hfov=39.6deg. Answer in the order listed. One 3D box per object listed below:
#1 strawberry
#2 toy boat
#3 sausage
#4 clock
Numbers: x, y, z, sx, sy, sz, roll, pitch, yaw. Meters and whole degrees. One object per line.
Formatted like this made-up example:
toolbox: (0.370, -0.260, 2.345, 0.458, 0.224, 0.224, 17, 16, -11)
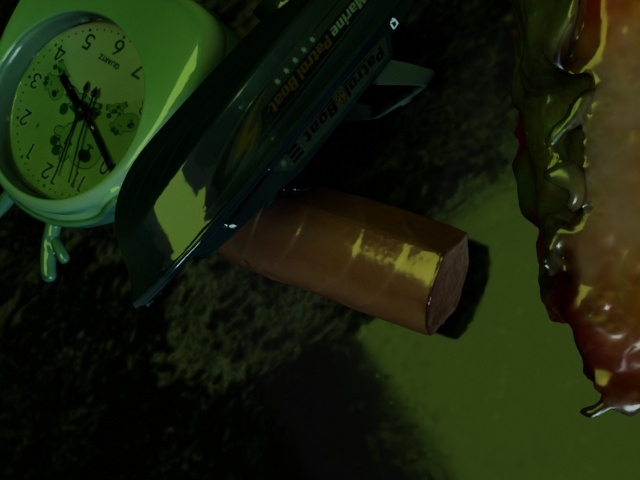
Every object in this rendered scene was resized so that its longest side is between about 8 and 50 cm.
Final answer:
strawberry: (0.213, -0.071, 0.402, 0.280, 0.150, 0.254, -18, 99, 6)
toy boat: (-0.026, -0.059, 0.480, 0.103, 0.093, 0.246, 42, 63, -12)
sausage: (0.000, -0.001, 0.525, 0.169, 0.065, 0.065, 18, 89, 24)
clock: (-0.158, -0.081, 0.598, 0.159, 0.066, 0.211, 34, 96, 24)
